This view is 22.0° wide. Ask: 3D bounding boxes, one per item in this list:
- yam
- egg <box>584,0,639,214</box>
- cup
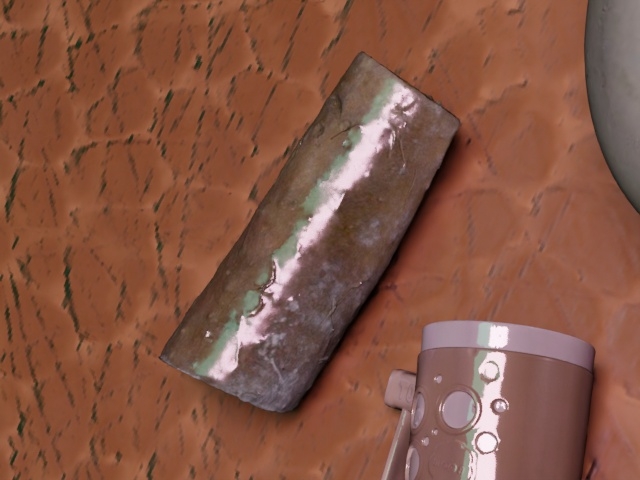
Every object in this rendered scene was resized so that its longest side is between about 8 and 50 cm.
[{"bbox_3d":[0.000,0.000,0.750,0.068,0.068,0.169,34,90,32],"label":"yam"},{"bbox_3d":[0.190,-0.100,0.621,0.168,0.168,0.231,28,90,32],"label":"egg"},{"bbox_3d":[0.059,0.089,0.683,0.102,0.074,0.099,0,74,28],"label":"cup"}]
